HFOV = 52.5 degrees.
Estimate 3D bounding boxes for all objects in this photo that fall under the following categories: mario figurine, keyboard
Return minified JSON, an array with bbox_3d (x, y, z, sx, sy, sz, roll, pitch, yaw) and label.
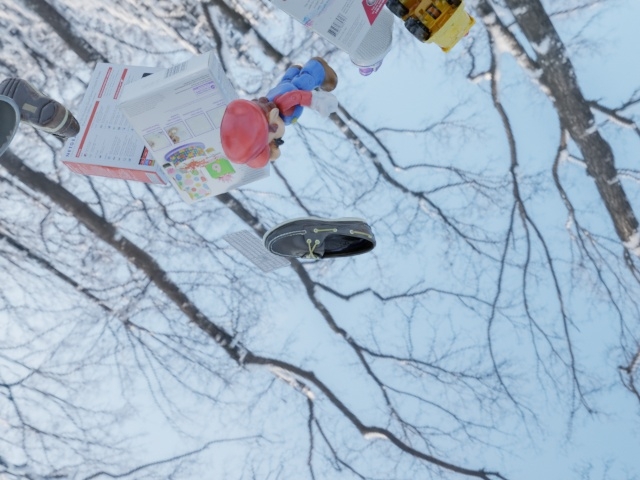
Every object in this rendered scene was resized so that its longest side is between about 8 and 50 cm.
[{"bbox_3d":[-0.084,-0.248,1.362,0.320,0.170,0.198,-50,176,-37],"label":"mario figurine"},{"bbox_3d":[-0.164,0.023,1.608,0.072,0.014,0.256,-14,-154,-28],"label":"keyboard"}]

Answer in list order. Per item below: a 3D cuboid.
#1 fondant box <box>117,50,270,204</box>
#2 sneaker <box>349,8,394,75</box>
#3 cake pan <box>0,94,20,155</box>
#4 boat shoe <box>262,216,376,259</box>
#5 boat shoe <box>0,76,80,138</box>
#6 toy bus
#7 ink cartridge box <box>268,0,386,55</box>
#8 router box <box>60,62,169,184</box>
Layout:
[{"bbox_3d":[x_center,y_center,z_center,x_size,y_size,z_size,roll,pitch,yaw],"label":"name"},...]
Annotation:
[{"bbox_3d":[-0.297,-0.264,1.584,0.238,0.330,0.096,-18,-140,12],"label":"fondant box"},{"bbox_3d":[0.134,-0.490,1.733,0.282,0.102,0.161,-63,171,-47],"label":"sneaker"},{"bbox_3d":[-0.729,-0.192,1.273,0.293,0.054,0.293,-46,179,-1],"label":"cake pan"},{"bbox_3d":[0.000,0.000,1.300,0.228,0.081,0.068,-7,-144,-16],"label":"boat shoe"},{"bbox_3d":[-0.650,-0.295,1.493,0.257,0.095,0.095,32,-93,31],"label":"boat shoe"},{"bbox_3d":[0.299,-0.599,1.692,0.149,0.211,0.220,-47,-119,23],"label":"toy bus"},{"bbox_3d":[0.004,-0.434,1.138,0.128,0.176,0.127,-55,-152,15],"label":"ink cartridge box"},{"bbox_3d":[-0.541,-0.341,1.857,0.301,0.082,0.335,9,-110,14],"label":"router box"}]
